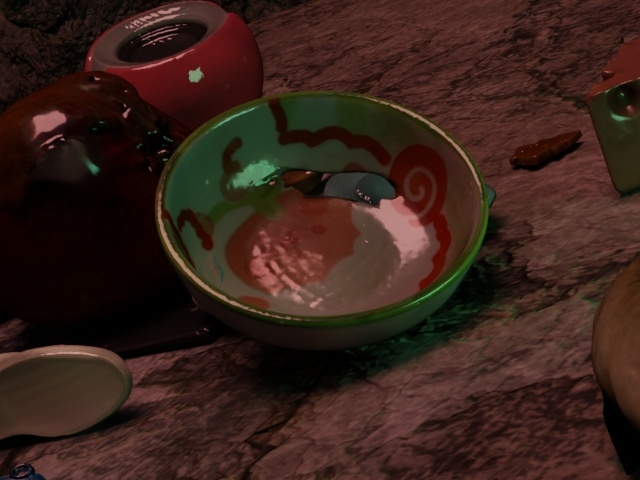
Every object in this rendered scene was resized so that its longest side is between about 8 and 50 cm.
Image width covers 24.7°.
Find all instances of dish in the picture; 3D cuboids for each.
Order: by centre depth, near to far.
[{"bbox_3d":[0.000,0.000,1.454,0.324,0.124,0.324,1,46,-1],"label":"dish"}]

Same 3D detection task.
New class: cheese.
[{"bbox_3d":[0.399,-0.155,1.545,0.177,0.128,0.203,-12,18,30],"label":"cheese"}]

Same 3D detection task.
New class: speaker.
[{"bbox_3d":[-0.232,-0.256,2.354,0.294,0.294,0.294,-19,17,6],"label":"speaker"}]

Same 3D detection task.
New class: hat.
[{"bbox_3d":[0.099,-0.025,1.602,0.191,0.078,0.138,11,33,25],"label":"hat"}]

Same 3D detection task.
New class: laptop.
[{"bbox_3d":[-0.177,0.093,1.654,0.197,0.016,0.135,-12,18,27],"label":"laptop"}]

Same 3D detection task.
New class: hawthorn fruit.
[{"bbox_3d":[-0.295,-0.045,1.746,0.324,0.308,0.308,-8,21,22],"label":"hawthorn fruit"}]

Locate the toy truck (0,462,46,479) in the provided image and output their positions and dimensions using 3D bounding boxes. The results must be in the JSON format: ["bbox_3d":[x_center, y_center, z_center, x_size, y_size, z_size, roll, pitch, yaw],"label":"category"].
[{"bbox_3d":[-0.263,0.240,1.258,0.073,0.056,0.090,-19,29,-8],"label":"toy truck"}]

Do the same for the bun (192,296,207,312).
[{"bbox_3d":[-0.060,0.014,1.585,0.183,0.102,0.183,-13,17,4],"label":"bun"}]

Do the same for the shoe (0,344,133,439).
[{"bbox_3d":[-0.298,0.147,1.505,0.265,0.095,0.110,-17,17,21],"label":"shoe"}]

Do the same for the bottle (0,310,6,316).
[{"bbox_3d":[-0.391,0.036,1.946,0.330,0.093,0.093,-25,18,-14],"label":"bottle"}]

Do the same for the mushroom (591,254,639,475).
[{"bbox_3d":[0.300,0.065,0.998,0.247,0.130,0.344,-20,17,17],"label":"mushroom"}]

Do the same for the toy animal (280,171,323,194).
[{"bbox_3d":[-0.094,-0.078,1.993,0.224,0.066,0.229,-3,30,45],"label":"toy animal"}]

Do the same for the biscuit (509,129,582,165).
[{"bbox_3d":[0.269,-0.109,1.744,0.092,0.016,0.082,-21,12,-3],"label":"biscuit"}]
